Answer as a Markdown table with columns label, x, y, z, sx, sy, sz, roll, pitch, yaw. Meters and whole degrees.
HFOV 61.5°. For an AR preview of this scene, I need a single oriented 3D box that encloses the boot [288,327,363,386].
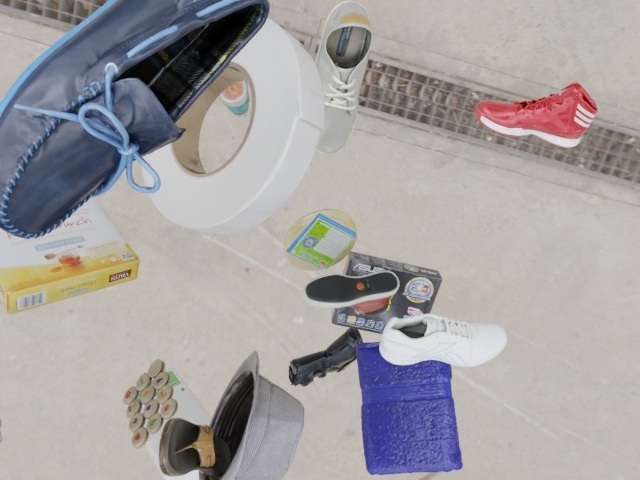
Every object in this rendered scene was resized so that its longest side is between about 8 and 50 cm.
| label | x | y | z | sx | sy | sz | roll | pitch | yaw |
| --- | --- | --- | --- | --- | --- | --- | --- | --- | --- |
| boot | 0.012 | 0.389 | 1.762 | 0.207 | 0.094 | 0.246 | -11 | 148 | -31 |

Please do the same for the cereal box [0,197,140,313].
| label | x | y | z | sx | sy | sz | roll | pitch | yaw |
| --- | --- | --- | --- | --- | --- | --- | --- | --- | --- |
| cereal box | -0.392 | -0.015 | 0.761 | 0.240 | 0.173 | 0.047 | 45 | 132 | 26 |

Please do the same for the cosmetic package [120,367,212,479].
| label | x | y | z | sx | sy | sz | roll | pitch | yaw |
| --- | --- | --- | --- | --- | --- | --- | --- | --- | --- |
| cosmetic package | -0.466 | 0.590 | 1.704 | 0.197 | 0.366 | 0.155 | -25 | 122 | -29 |

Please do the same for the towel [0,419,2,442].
| label | x | y | z | sx | sy | sz | roll | pitch | yaw |
| --- | --- | --- | --- | --- | --- | --- | --- | --- | --- |
| towel | -0.587 | 0.223 | 0.629 | 0.374 | 0.090 | 0.320 | -41 | 65 | -5 |

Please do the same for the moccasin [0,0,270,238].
| label | x | y | z | sx | sy | sz | roll | pitch | yaw |
| --- | --- | --- | --- | --- | --- | --- | --- | --- | --- |
| moccasin | -0.181 | -0.138 | 0.504 | 0.117 | 0.138 | 0.342 | 34 | 86 | 17 |

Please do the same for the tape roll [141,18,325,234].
| label | x | y | z | sx | sy | sz | roll | pitch | yaw |
| --- | --- | --- | --- | --- | --- | --- | --- | --- | --- |
| tape roll | -0.169 | -0.203 | 0.950 | 0.072 | 0.392 | 0.392 | 16 | 113 | -53 |

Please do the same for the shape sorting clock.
| label | x | y | z | sx | sy | sz | roll | pitch | yaw |
| --- | --- | --- | --- | --- | --- | --- | --- | --- | --- |
| shape sorting clock | 0.000 | 0.000 | 1.435 | 0.206 | 0.040 | 0.206 | -13 | 129 | -16 |

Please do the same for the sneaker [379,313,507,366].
| label | x | y | z | sx | sy | sz | roll | pitch | yaw |
| --- | --- | --- | --- | --- | --- | --- | --- | --- | --- |
| sneaker | 0.147 | 0.115 | 0.635 | 0.152 | 0.053 | 0.061 | -4 | 139 | 2 |

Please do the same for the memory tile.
| label | x | y | z | sx | sy | sz | roll | pitch | yaw |
| --- | --- | --- | --- | --- | --- | --- | --- | --- | --- |
| memory tile | -0.320 | 0.300 | 1.003 | 0.113 | 0.148 | 0.012 | -44 | 129 | 1 |

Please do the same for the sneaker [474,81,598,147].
| label | x | y | z | sx | sy | sz | roll | pitch | yaw |
| --- | --- | --- | --- | --- | --- | --- | --- | --- | --- |
| sneaker | 0.424 | -0.265 | 1.042 | 0.221 | 0.087 | 0.128 | 10 | 144 | -4 |

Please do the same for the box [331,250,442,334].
| label | x | y | z | sx | sy | sz | roll | pitch | yaw |
| --- | --- | --- | --- | --- | --- | --- | --- | --- | --- |
| box | 0.185 | 0.163 | 1.543 | 0.270 | 0.060 | 0.216 | 13 | 112 | -6 |

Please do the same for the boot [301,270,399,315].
| label | x | y | z | sx | sy | sz | roll | pitch | yaw |
| --- | --- | --- | --- | --- | --- | --- | --- | --- | --- |
| boot | 0.069 | 0.156 | 1.390 | 0.245 | 0.088 | 0.176 | -4 | 151 | -10 |

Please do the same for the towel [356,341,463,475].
| label | x | y | z | sx | sy | sz | roll | pitch | yaw |
| --- | --- | --- | --- | --- | --- | --- | --- | --- | --- |
| towel | 0.205 | 0.380 | 1.260 | 0.228 | 0.308 | 0.076 | -12 | 154 | 22 |

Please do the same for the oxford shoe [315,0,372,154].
| label | x | y | z | sx | sy | sz | roll | pitch | yaw |
| --- | --- | --- | --- | --- | --- | --- | --- | --- | --- |
| oxford shoe | 0.048 | -0.437 | 1.527 | 0.169 | 0.130 | 0.449 | 3 | 128 | -14 |

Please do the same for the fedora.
| label | x | y | z | sx | sy | sz | roll | pitch | yaw |
| --- | --- | --- | --- | --- | --- | --- | --- | --- | --- |
| fedora | -0.112 | 0.341 | 0.953 | 0.124 | 0.243 | 0.275 | 23 | 117 | -17 |

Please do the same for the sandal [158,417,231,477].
| label | x | y | z | sx | sy | sz | roll | pitch | yaw |
| --- | --- | --- | --- | --- | --- | --- | --- | --- | --- |
| sandal | -0.191 | 0.342 | 0.877 | 0.060 | 0.089 | 0.219 | -16 | 145 | 13 |

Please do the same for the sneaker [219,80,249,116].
| label | x | y | z | sx | sy | sz | roll | pitch | yaw |
| --- | --- | --- | --- | --- | --- | --- | --- | --- | --- |
| sneaker | -0.281 | -0.494 | 1.567 | 0.108 | 0.121 | 0.302 | -17 | 72 | -5 |
